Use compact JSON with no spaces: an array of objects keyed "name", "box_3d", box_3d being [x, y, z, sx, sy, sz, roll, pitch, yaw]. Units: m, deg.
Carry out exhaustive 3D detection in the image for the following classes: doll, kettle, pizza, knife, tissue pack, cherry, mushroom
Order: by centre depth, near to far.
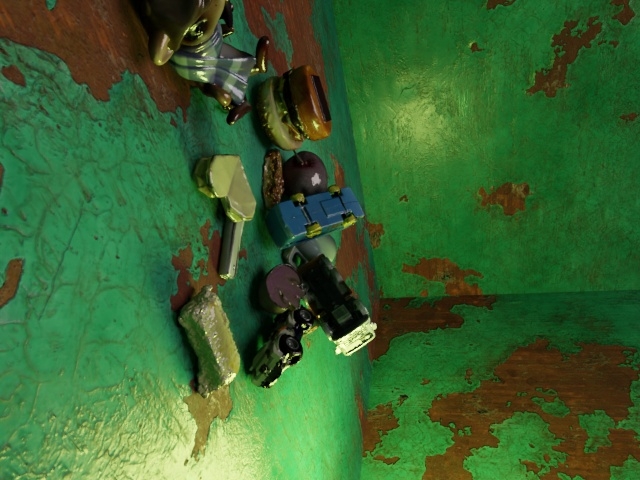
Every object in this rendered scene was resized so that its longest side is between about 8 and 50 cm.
[{"name":"doll","box_3d":[-0.250,-0.464,0.934,0.339,0.209,0.318,29,55,-69]},{"name":"knife","box_3d":[-0.242,-0.018,1.154,0.073,0.040,0.266,59,31,-61]},{"name":"mushroom","box_3d":[-0.138,0.164,1.328,0.141,0.117,0.188,52,36,-15]},{"name":"pizza","box_3d":[-0.162,-0.215,1.465,0.127,0.058,0.247,60,28,-57]},{"name":"tissue pack","box_3d":[-0.074,0.303,1.533,0.090,0.103,0.170,53,4,25]},{"name":"cherry","box_3d":[-0.060,-0.236,1.599,0.266,0.183,0.213,62,30,-44]},{"name":"kettle","box_3d":[-0.062,0.029,1.661,0.211,0.159,0.243,-62,151,-6]}]

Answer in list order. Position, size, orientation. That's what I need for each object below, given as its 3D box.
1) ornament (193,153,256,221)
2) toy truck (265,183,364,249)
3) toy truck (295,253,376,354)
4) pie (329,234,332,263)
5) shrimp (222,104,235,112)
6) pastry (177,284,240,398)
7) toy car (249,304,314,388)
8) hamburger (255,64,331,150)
[{"name":"ornament","box_3d":[-0.241,-0.162,1.096,0.201,0.059,0.180,52,36,-46]},{"name":"toy truck","box_3d":[-0.015,-0.084,1.472,0.384,0.162,0.161,-19,78,-44]},{"name":"toy truck","box_3d":[0.050,0.242,1.523,0.388,0.173,0.207,53,-7,48]},{"name":"pie","box_3d":[0.000,0.000,1.967,0.306,0.071,0.307,-6,90,-77]},{"name":"shrimp","box_3d":[-0.262,-0.443,1.196,0.195,0.035,0.148,-70,155,-70]},{"name":"pastry","box_3d":[-0.258,0.245,0.960,0.121,0.089,0.259,-35,118,-58]},{"name":"toy car","box_3d":[-0.123,0.325,1.303,0.193,0.118,0.301,-56,-175,28]},{"name":"hamburger","box_3d":[-0.095,-0.464,1.448,0.291,0.225,0.291,-12,90,-72]}]
